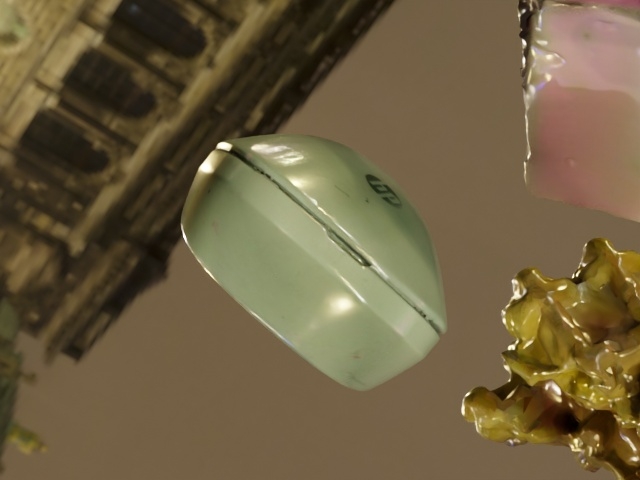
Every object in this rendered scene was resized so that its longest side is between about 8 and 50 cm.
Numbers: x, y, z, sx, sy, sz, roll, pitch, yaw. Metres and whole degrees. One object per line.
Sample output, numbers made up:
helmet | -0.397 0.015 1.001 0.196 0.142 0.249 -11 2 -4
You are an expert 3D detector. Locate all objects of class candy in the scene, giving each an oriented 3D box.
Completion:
candy | 0.240 -0.124 1.081 0.265 0.155 0.116 75 34 -56

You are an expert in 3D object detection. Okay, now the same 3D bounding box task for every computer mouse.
computer mouse | 0.004 -0.005 0.794 0.097 0.159 0.288 -50 -176 6

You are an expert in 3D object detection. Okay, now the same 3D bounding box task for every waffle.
waffle | 0.218 0.161 0.801 0.151 0.261 0.324 78 8 -61
